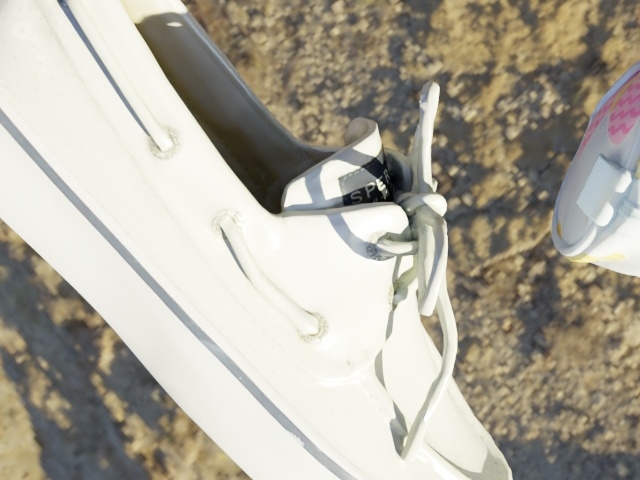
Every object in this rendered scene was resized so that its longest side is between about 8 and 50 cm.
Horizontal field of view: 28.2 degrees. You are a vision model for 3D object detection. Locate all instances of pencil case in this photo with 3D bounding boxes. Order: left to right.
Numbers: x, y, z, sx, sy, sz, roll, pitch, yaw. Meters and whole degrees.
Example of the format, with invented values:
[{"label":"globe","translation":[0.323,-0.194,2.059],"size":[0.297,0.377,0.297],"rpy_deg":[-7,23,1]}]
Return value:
[{"label":"pencil case","translation":[0.258,0.006,0.660],"size":[0.273,0.124,0.113],"rpy_deg":[23,132,-4]}]

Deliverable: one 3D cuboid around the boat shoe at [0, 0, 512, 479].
[{"label":"boat shoe","translation":[0.000,-0.004,0.558],"size":[0.156,0.136,0.367],"rpy_deg":[-39,102,17]}]
